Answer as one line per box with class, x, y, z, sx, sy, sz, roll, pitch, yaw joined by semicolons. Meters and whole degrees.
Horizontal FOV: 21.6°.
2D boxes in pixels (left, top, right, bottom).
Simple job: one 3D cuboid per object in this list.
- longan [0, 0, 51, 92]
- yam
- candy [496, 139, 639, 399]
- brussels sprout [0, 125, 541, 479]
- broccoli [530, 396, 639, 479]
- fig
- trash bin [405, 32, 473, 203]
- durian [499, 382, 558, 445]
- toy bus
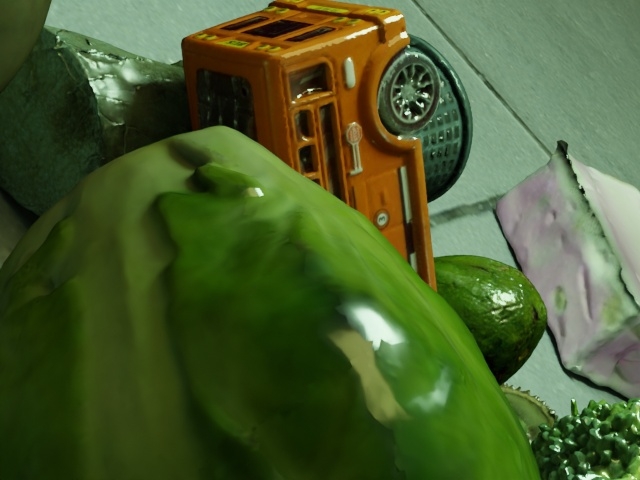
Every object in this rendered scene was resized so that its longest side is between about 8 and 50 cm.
longan;-0.313;-0.203;1.026;0.319;0.319;0.319;35;27;-21
yam;-0.132;-0.074;1.248;0.254;0.154;0.154;11;41;-48
candy;0.303;0.035;1.772;0.155;0.116;0.265;26;31;-37
brussels sprout;-0.032;0.118;0.951;0.371;0.276;0.315;53;26;7
broccoli;0.273;0.284;1.152;0.249;0.302;0.375;-30;104;-51
fig;0.109;0.062;1.450;0.156;0.123;0.123;34;21;21
trash bin;0.023;-0.095;1.519;0.175;0.175;0.161;51;37;12
durian;0.140;0.171;1.377;0.140;0.110;0.071;48;-11;31
toy bus;0.000;0.000;1.204;0.153;0.329;0.143;-23;26;-35
